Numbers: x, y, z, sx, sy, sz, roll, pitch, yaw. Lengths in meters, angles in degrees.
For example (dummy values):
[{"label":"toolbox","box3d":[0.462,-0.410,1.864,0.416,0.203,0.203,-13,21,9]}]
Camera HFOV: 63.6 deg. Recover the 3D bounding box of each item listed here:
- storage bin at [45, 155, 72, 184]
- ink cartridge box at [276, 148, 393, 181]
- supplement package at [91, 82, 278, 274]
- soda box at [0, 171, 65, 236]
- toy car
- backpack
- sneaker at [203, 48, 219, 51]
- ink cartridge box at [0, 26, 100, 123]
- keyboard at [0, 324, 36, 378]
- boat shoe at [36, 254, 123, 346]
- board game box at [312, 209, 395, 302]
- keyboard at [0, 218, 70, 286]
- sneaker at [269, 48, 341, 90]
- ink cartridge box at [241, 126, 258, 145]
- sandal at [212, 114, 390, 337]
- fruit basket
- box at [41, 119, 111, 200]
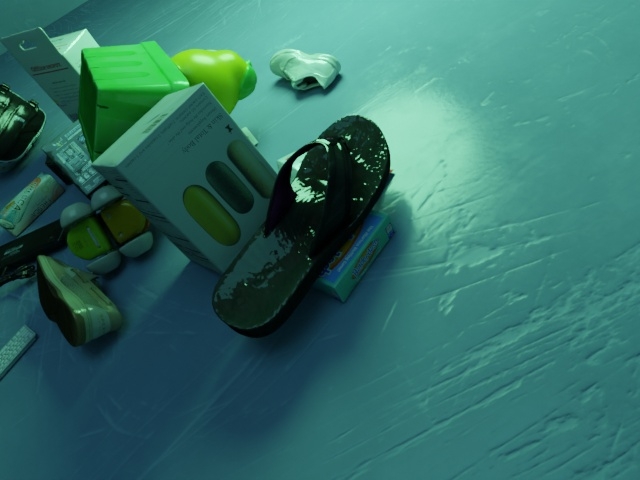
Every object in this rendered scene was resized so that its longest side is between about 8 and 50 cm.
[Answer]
[{"label":"storage bin","box3d":[-0.673,-0.254,1.465,0.180,0.084,0.122,-26,44,5]},{"label":"ink cartridge box","box3d":[0.025,-0.143,0.983,0.145,0.045,0.179,-32,37,-30]},{"label":"supplement package","box3d":[-0.223,-0.105,0.928,0.199,0.263,0.198,-50,30,-17]},{"label":"soda box","box3d":[-0.795,-0.101,1.410,0.058,0.063,0.183,18,62,39]},{"label":"toy car","box3d":[-0.452,-0.027,1.119,0.181,0.159,0.136,-28,9,4]},{"label":"backpack","box3d":[-1.046,-0.349,1.658,0.191,0.225,0.254,-26,44,39]},{"label":"sneaker","box3d":[-0.381,-0.441,1.458,0.282,0.099,0.153,-2,46,36]},{"label":"ink cartridge box","box3d":[-0.683,-0.460,1.458,0.207,0.354,0.119,4,54,31]},{"label":"keyboard","box3d":[-0.681,0.285,1.042,0.072,0.014,0.256,17,61,38]},{"label":"boat shoe","box3d":[-0.497,0.111,1.046,0.098,0.109,0.302,-12,28,-41]},{"label":"board game box","box3d":[0.000,0.000,0.898,0.210,0.047,0.160,20,63,39]},{"label":"keyboard","box3d":[-0.765,0.057,1.279,0.316,0.033,0.202,-23,38,10]},{"label":"sneaker","box3d":[-0.056,-0.416,1.285,0.212,0.080,0.094,15,72,36]},{"label":"ink cartridge box","box3d":[-0.250,-0.223,1.223,0.180,0.060,0.104,-35,43,-3]},{"label":"sandal","box3d":[-0.019,-0.053,0.831,0.167,0.107,0.446,18,64,28]},{"label":"fruit basket","box3d":[-0.334,-0.303,1.166,0.391,0.283,0.392,14,28,-7]},{"label":"box","box3d":[-0.572,-0.243,1.352,0.183,0.059,0.232,44,76,6]}]
